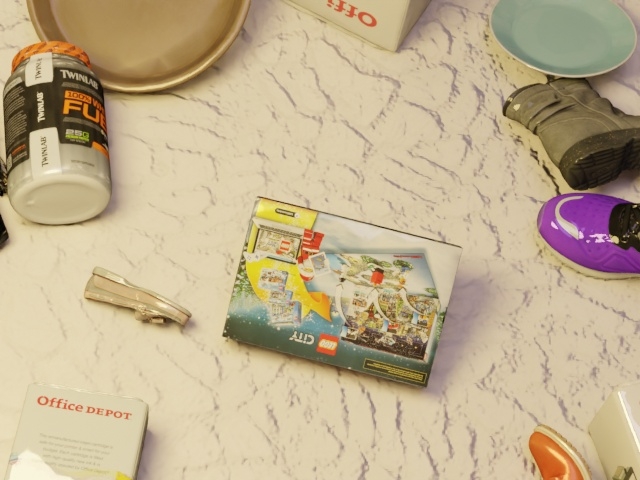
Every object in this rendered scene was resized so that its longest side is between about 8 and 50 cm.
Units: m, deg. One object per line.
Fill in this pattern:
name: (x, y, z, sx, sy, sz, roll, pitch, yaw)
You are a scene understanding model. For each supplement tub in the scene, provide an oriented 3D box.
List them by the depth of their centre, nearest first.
supplement tub: (-0.301, -0.124, 1.646, 0.117, 0.117, 0.190, -5, 63, -9)

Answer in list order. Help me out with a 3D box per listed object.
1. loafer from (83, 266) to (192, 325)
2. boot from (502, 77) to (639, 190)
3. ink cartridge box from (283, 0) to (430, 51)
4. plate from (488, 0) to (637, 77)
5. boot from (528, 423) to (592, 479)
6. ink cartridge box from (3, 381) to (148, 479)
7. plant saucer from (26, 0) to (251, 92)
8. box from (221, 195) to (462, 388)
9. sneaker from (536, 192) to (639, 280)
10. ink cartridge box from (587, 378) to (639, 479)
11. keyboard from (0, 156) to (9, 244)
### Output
loafer: (-0.203, 0.071, 1.598, 0.125, 0.045, 0.039, 24, 78, 14)
boot: (0.356, -0.152, 1.759, 0.246, 0.083, 0.161, -10, 47, -25)
ink cartridge box: (0.031, -0.450, 1.707, 0.285, 0.395, 0.166, 29, 60, 9)
plate: (0.305, -0.261, 1.828, 0.188, 0.024, 0.188, 2, 47, -2)
boot: (0.250, 0.272, 1.529, 0.085, 0.059, 0.158, -23, 67, -12)
ink cartridge box: (-0.252, 0.245, 1.474, 0.127, 0.072, 0.175, 10, 61, -1)
plant saucer: (-0.218, -0.311, 1.752, 0.278, 0.041, 0.278, 0, 83, 4)
box: (0.023, 0.055, 1.583, 0.233, 0.044, 0.159, 14, 94, 1)
sneaker: (0.399, -0.012, 1.649, 0.293, 0.146, 0.102, 17, 61, 2)
ink cartridge box: (0.426, 0.275, 1.513, 0.198, 0.115, 0.273, -10, 63, -12)
keyboard: (-0.399, -0.065, 1.658, 0.100, 0.038, 0.192, -28, 67, 6)
